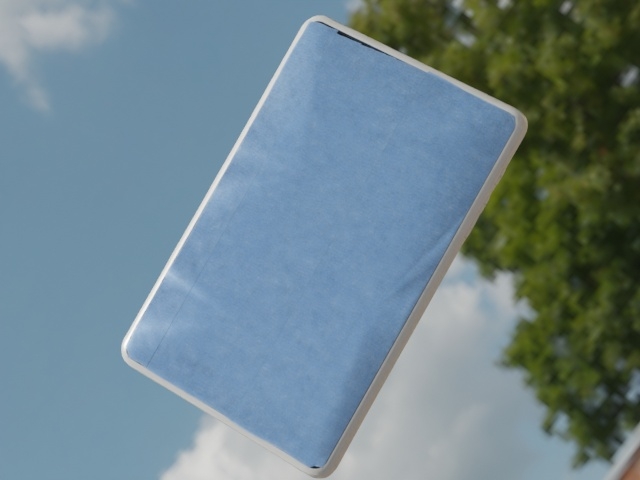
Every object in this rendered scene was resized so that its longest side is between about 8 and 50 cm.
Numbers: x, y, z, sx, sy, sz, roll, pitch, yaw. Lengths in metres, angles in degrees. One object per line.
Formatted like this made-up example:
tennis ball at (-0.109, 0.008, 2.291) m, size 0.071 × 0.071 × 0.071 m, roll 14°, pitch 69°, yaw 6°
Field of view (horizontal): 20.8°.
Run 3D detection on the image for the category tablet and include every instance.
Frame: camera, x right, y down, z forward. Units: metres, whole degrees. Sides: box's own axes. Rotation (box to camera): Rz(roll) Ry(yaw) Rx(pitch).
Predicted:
tablet at (0.000, 0.000, 0.351) m, size 0.083 × 0.054 × 0.006 m, roll -61°, pitch -23°, yaw -2°
